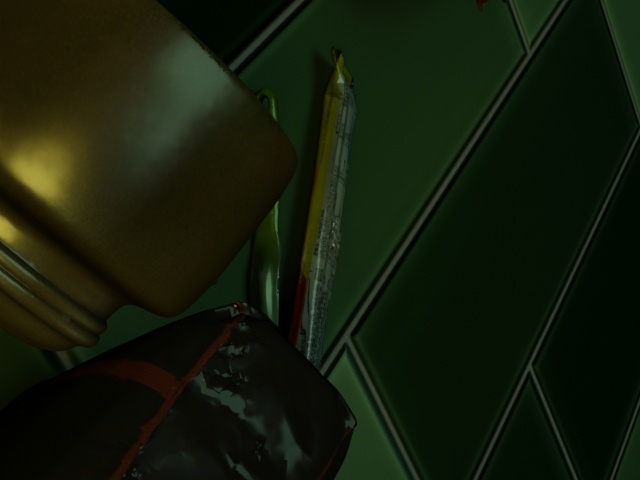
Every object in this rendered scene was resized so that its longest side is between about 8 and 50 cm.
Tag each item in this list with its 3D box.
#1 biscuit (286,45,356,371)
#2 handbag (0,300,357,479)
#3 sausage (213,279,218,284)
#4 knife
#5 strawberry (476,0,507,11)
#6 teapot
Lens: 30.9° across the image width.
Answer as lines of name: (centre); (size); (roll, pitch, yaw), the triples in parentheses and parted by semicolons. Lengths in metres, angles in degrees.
biscuit: (0.000, 0.000, 0.827); (0.048, 0.026, 0.292); (62, 34, -65)
handbag: (-0.103, 0.144, 0.551); (0.155, 0.169, 0.215); (52, 47, -18)
sausage: (-0.105, -0.069, 0.693); (0.029, 0.029, 0.223); (-45, 121, -47)
knife: (-0.037, -0.013, 0.788); (0.026, 0.022, 0.184); (26, 62, -80)
strawberry: (0.119, -0.325, 0.875); (0.277, 0.257, 0.257); (57, 42, -11)
teapot: (-0.129, -0.024, 0.550); (0.175, 0.185, 0.267); (-48, 158, -6)
